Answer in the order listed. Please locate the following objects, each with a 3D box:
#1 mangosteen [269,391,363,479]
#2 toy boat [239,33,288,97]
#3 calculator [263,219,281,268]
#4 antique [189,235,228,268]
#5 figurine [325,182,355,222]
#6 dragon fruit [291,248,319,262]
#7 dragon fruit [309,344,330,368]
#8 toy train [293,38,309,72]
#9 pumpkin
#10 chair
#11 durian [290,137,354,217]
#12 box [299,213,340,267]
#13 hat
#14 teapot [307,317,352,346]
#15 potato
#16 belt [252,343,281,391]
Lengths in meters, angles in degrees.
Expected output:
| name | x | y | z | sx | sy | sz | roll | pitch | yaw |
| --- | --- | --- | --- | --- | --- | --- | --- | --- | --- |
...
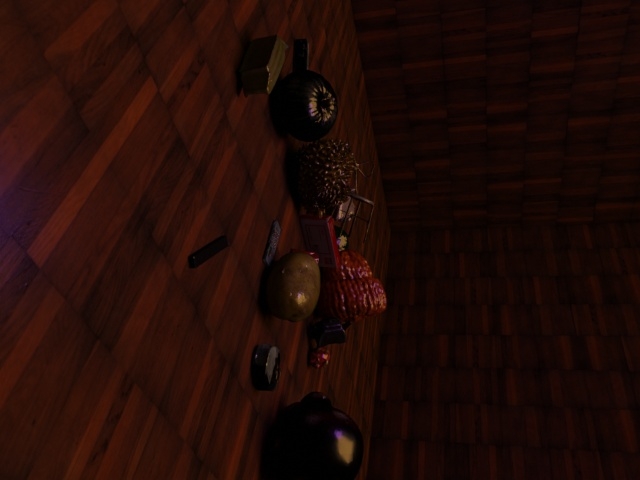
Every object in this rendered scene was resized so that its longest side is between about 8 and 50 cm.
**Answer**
| name | x | y | z | sx | sy | sz | roll | pitch | yaw |
| --- | --- | --- | --- | --- | --- | --- | --- | --- | --- |
| mangosteen | -0.006 | 0.627 | 1.722 | 0.297 | 0.297 | 0.313 | 71 | 26 | -48 |
| toy boat | -0.165 | -0.525 | 1.624 | 0.276 | 0.111 | 0.084 | -76 | 153 | -43 |
| calculator | -0.154 | 0.012 | 1.778 | 0.057 | 0.018 | 0.172 | 71 | 24 | -44 |
| antique | -0.268 | 0.025 | 1.349 | 0.192 | 0.015 | 0.031 | -48 | 132 | -70 |
| figurine | 0.067 | -0.207 | 2.343 | 0.387 | 0.166 | 0.207 | 62 | 27 | -61 |
| dragon fruit | -0.085 | 0.127 | 1.967 | 0.092 | 0.122 | 0.192 | 24 | 61 | -29 |
| dragon fruit | -0.001 | 0.449 | 2.166 | 0.116 | 0.081 | 0.086 | -34 | 110 | -72 |
| toy train | -0.073 | -0.646 | 2.100 | 0.051 | 0.052 | 0.233 | 50 | 40 | -74 |
| pumpkin | -0.041 | -0.457 | 1.889 | 0.250 | 0.216 | 0.249 | -1 | 91 | -49 |
| chair | 0.139 | -0.168 | 2.194 | 0.170 | 0.160 | 0.325 | 29 | -81 | 59 |
| durian | 0.009 | -0.237 | 2.028 | 0.293 | 0.258 | 0.258 | 94 | 6 | -47 |
| box | 0.000 | -0.001 | 2.148 | 0.050 | 0.123 | 0.229 | -58 | 145 | -48 |
| hat | 0.108 | 0.142 | 2.332 | 0.285 | 0.285 | 0.400 | 51 | 28 | -66 |
| teapot | 0.037 | 0.343 | 2.166 | 0.087 | 0.177 | 0.096 | -119 | -149 | -50 |
| potato | -0.087 | 0.146 | 1.745 | 0.197 | 0.149 | 0.228 | 42 | 39 | -52 |
| belt | -0.160 | 0.372 | 1.628 | 0.105 | 0.058 | 0.140 | 4 | 88 | -69 |
